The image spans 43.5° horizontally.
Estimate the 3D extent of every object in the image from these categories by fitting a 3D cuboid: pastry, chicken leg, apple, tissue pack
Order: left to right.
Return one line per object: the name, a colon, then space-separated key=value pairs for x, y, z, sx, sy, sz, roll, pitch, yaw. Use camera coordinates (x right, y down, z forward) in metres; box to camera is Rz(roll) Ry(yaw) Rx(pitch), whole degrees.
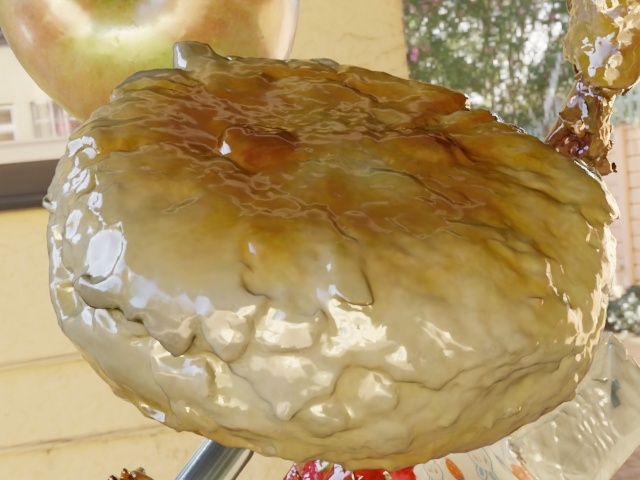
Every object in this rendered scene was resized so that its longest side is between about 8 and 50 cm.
apple: x=-0.172 y=-0.263 z=0.850 sx=0.319 sy=0.319 sz=0.277 roll=-7 pitch=11 yaw=6
pastry: x=0.000 y=0.000 z=0.452 sx=0.329 sy=0.136 sz=0.330 roll=6 pitch=32 yaw=-4
tissue pack: x=0.184 y=0.173 z=0.697 sx=0.148 sy=0.092 sz=0.196 roll=-37 pitch=-8 yaw=-25
chicken leg: x=0.242 y=-0.261 z=0.701 sx=0.295 sy=0.409 sz=0.182 roll=20 pitch=11 yaw=14

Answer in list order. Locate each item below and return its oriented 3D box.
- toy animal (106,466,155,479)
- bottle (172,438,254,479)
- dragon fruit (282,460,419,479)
toy animal: x=-0.138 y=0.381 z=0.997 sx=0.225 sy=0.302 sz=0.284 roll=-47 pitch=-9 yaw=-4
bottle: x=-0.194 y=0.401 z=1.227 sx=0.096 sy=0.254 sz=0.079 roll=30 pitch=-29 yaw=19
dragon fruit: x=0.051 y=0.356 z=1.101 sx=0.210 sy=0.205 sz=0.268 roll=7 pitch=-12 yaw=-39
